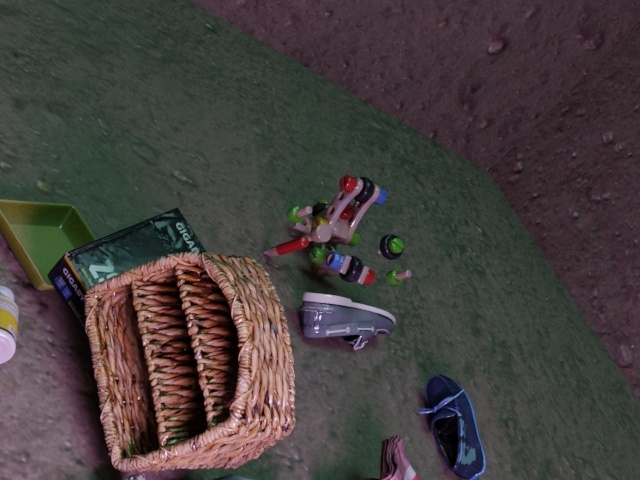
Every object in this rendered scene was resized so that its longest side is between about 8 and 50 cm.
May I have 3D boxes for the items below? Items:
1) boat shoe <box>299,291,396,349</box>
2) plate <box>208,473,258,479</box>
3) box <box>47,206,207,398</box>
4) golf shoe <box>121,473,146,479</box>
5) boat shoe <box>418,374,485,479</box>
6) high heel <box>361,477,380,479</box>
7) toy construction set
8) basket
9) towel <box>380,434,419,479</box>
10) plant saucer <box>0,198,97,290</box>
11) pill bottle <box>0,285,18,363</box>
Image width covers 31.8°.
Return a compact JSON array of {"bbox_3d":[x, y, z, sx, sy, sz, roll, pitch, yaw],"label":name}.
[{"bbox_3d":[0.057,0.182,2.407,0.319,0.116,0.099,22,73,-56],"label":"boat shoe"},{"bbox_3d":[-0.079,0.381,1.704,0.188,0.024,0.188,14,-13,3],"label":"plate"},{"bbox_3d":[-0.248,0.128,1.805,0.257,0.079,0.322,-27,81,-47],"label":"box"},{"bbox_3d":[-0.279,0.376,1.506,0.086,0.069,0.176,67,23,-5],"label":"golf shoe"},{"bbox_3d":[0.277,0.382,2.376,0.089,0.109,0.258,22,28,-36],"label":"boat shoe"},{"bbox_3d":[0.146,0.539,1.832,0.181,0.127,0.377,14,35,-42],"label":"high heel"},{"bbox_3d":[0.000,0.000,2.533,0.308,0.237,0.258,-5,81,-41],"label":"toy construction set"},{"bbox_3d":[-0.184,0.165,1.616,0.223,0.213,0.299,9,56,-38],"label":"basket"},{"bbox_3d":[0.199,0.507,1.933,0.329,0.037,0.237,59,8,-5],"label":"towel"},{"bbox_3d":[-0.442,0.018,1.860,0.188,0.045,0.188,54,24,21],"label":"plant saucer"},{"bbox_3d":[-0.468,0.118,1.611,0.065,0.065,0.116,31,24,-28],"label":"pill bottle"}]
